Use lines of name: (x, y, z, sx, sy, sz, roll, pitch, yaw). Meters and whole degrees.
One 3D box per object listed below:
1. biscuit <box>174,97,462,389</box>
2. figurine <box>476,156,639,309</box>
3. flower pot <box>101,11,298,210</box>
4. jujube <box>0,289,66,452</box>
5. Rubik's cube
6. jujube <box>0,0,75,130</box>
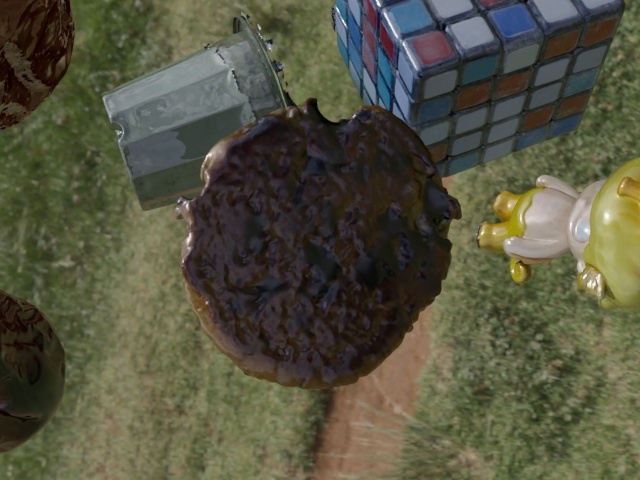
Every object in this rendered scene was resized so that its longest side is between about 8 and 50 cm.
biscuit: (-0.003, -0.003, 1.036, 0.334, 0.289, 0.081, -40, 5, -25)
figurine: (0.247, -0.008, 0.821, 0.246, 0.131, 0.156, 9, 63, 53)
flower pot: (-0.182, -0.178, 1.452, 0.290, 0.259, 0.290, 162, 90, -81)
jujube: (-0.318, 0.119, 0.873, 0.236, 0.168, 0.168, 126, 148, -71)
Rubik's cube: (0.196, -0.290, 1.313, 0.293, 0.292, 0.287, -19, 65, -9)
jujube: (-0.211, -0.143, 0.426, 0.197, 0.290, 0.197, -2, 74, 7)
